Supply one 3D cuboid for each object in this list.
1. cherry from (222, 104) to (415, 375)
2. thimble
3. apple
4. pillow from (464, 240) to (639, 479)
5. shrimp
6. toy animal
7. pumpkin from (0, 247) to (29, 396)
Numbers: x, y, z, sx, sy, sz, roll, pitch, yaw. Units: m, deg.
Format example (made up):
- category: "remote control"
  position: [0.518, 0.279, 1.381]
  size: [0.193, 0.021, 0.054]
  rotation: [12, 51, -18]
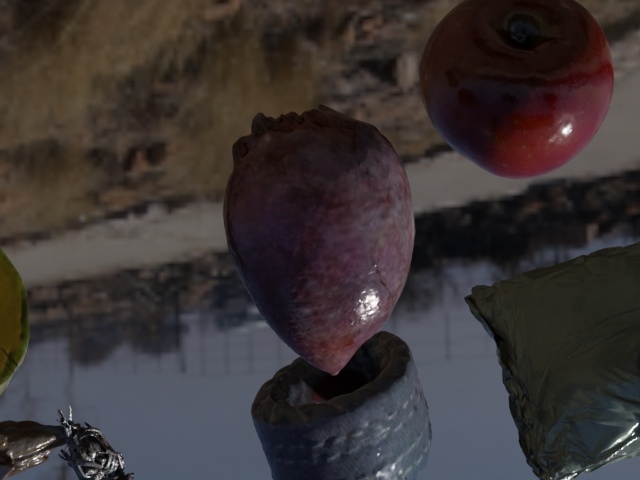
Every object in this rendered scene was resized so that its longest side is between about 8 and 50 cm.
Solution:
- category: "cherry"
  position: [0.000, 0.000, 1.441]
  size: [0.175, 0.249, 0.192]
  rotation: [-5, 174, -3]
- category: "thimble"
  position: [0.032, 0.232, 1.946]
  size: [0.205, 0.172, 0.236]
  rotation: [-10, -159, 18]
- category: "apple"
  position: [0.266, -0.214, 2.104]
  size: [0.260, 0.260, 0.216]
  rotation: [-2, 144, -1]
- category: "pillow"
  position: [0.328, 0.131, 1.769]
  size: [0.283, 0.310, 0.138]
  rotation: [-12, 134, 1]
- category: "shrimp"
  position: [-0.261, 0.248, 1.782]
  size: [0.065, 0.056, 0.165]
  rotation: [40, 167, 46]
- category: "toy animal"
  position: [-0.444, 0.295, 2.237]
  size: [0.188, 0.089, 0.179]
  rotation: [-12, 180, -10]
- category: "pumpkin"
  position: [-0.478, 0.092, 1.764]
  size: [0.199, 0.332, 0.332]
  rotation: [-23, 164, 39]
